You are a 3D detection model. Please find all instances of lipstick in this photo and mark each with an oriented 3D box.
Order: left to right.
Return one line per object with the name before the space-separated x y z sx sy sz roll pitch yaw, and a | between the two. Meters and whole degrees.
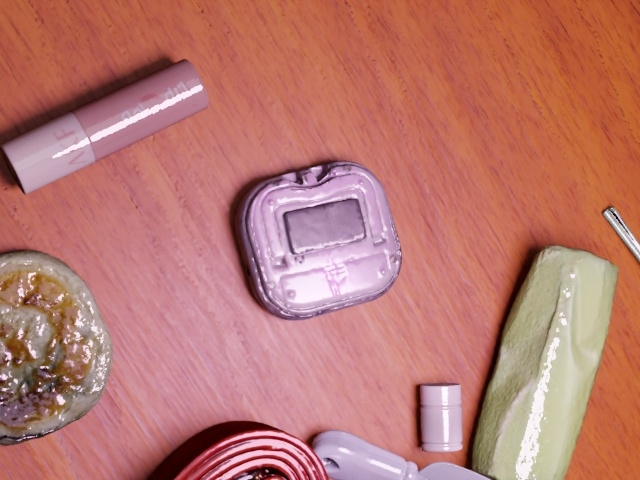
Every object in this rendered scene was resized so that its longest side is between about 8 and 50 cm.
lipstick | -0.265 -0.142 1.447 0.254 0.070 0.070 -28 96 -16

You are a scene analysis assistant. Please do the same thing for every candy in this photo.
candy | 0.310 0.181 1.583 0.142 0.132 0.343 17 83 -8
candy | 0.488 0.062 1.684 0.073 0.077 0.262 -36 90 6

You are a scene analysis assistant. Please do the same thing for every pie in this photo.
pie | -0.365 0.132 1.416 0.240 0.054 0.240 0 89 -15

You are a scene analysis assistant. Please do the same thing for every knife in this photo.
knife | 0.148 0.312 1.523 0.331 0.080 0.044 16 40 -2

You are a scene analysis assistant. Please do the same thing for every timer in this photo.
timer | 0.000 0.000 1.527 0.208 0.069 0.191 -16 90 -16

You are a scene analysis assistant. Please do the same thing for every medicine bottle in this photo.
medicine bottle | 0.162 0.238 1.573 0.057 0.057 0.089 -1 89 -17

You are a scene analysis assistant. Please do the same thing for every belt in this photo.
belt | -0.125 0.378 1.449 0.227 0.115 0.324 39 78 -11
